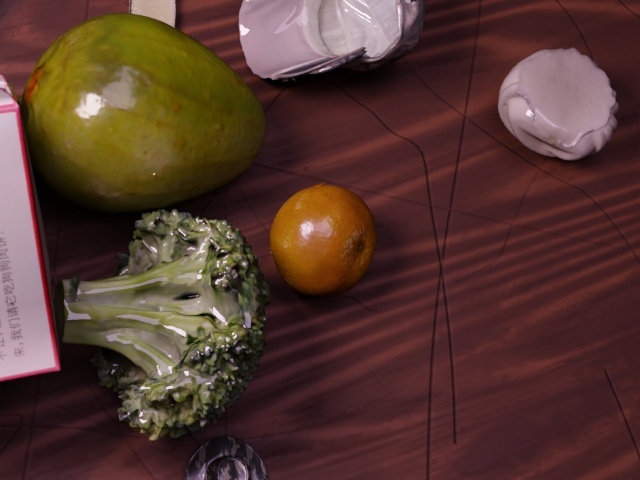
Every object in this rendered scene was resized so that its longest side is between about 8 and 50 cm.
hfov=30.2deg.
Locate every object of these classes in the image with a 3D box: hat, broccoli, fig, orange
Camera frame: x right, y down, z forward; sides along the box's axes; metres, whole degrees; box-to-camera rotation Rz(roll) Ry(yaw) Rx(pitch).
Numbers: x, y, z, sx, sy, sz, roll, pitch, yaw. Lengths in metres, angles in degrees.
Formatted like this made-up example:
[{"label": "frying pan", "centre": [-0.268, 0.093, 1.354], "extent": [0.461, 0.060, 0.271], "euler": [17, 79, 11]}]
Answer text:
[{"label": "hat", "centre": [0.017, -0.314, 1.708], "extent": [0.275, 0.161, 0.232], "euler": [-21, 62, 4]}, {"label": "broccoli", "centre": [-0.181, 0.103, 1.443], "extent": [0.259, 0.288, 0.235], "euler": [-23, 116, -15]}, {"label": "fig", "centre": [-0.223, -0.156, 1.536], "extent": [0.326, 0.258, 0.258], "euler": [6, 66, -38]}, {"label": "hat", "centre": [-0.114, 0.303, 1.485], "extent": [0.121, 0.050, 0.121], "euler": [5, 71, -14]}, {"label": "orange", "centre": [0.000, 0.000, 1.583], "extent": [0.134, 0.155, 0.155], "euler": [7, 60, 35]}]

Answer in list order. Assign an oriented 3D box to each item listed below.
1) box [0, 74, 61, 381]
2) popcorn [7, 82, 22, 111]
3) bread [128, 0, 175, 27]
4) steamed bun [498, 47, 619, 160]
[{"label": "box", "centre": [-0.470, -0.003, 1.322], "extent": [0.312, 0.300, 0.314], "euler": [-10, 104, -18]}, {"label": "popcorn", "centre": [-0.442, -0.145, 1.544], "extent": [0.125, 0.126, 0.145], "euler": [16, 81, 20]}, {"label": "bread", "centre": [-0.242, -0.309, 1.700], "extent": [0.068, 0.028, 0.154], "euler": [3, 68, -13]}, {"label": "steamed bun", "centre": [0.351, -0.197, 1.763], "extent": [0.182, 0.106, 0.183], "euler": [6, 65, -13]}]
